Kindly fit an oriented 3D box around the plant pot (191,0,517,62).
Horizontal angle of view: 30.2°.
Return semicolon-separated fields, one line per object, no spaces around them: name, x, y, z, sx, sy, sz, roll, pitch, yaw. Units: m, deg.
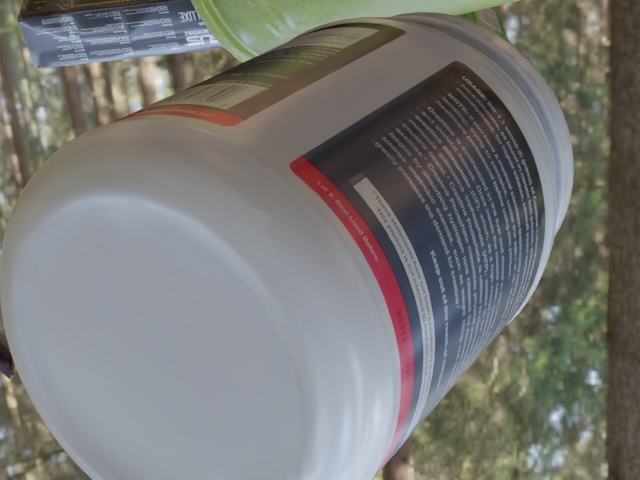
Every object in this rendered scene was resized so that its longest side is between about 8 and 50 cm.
plant pot;0.057;-0.284;0.996;0.254;0.276;0.276;3;-153;36

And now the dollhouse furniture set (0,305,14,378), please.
dollhouse furniture set;-0.239;0.098;1.090;0.081;0.114;0.091;-39;-157;2

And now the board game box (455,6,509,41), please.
board game box;0.111;-0.119;1.451;0.064;0.316;0.242;23;-140;-35

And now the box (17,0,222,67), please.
box;-0.168;-0.314;1.354;0.308;0.076;0.242;-6;-133;7

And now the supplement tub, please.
supplement tub;0.000;0.000;0.578;0.191;0.191;0.272;11;-153;28
